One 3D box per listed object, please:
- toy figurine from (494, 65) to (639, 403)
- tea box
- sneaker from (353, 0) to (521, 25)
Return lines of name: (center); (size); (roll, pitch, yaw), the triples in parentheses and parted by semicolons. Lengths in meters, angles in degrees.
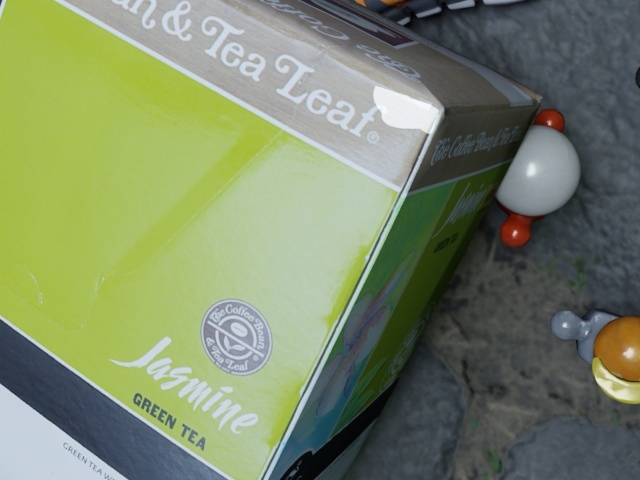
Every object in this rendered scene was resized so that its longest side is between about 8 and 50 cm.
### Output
toy figurine: (0.234, -0.016, 0.593); (0.213, 0.148, 0.209); (-25, 83, 10)
tea box: (-0.099, -0.016, 0.539); (0.329, 0.220, 0.323); (32, 112, 17)
sneaker: (0.026, -0.226, 0.618); (0.321, 0.180, 0.124); (-19, 68, 8)
